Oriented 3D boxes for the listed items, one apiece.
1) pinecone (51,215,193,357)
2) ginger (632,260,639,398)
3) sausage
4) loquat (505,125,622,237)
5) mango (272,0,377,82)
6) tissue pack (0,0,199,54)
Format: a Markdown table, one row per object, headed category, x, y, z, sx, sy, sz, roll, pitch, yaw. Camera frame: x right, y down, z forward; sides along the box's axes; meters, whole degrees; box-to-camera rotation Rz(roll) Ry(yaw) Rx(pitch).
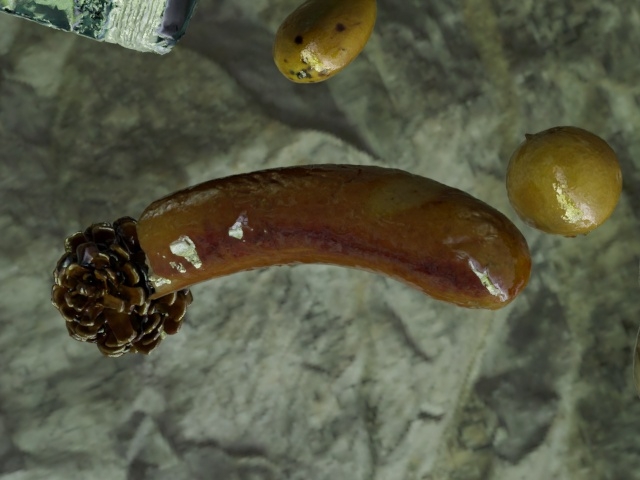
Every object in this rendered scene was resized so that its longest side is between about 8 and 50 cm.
| category | x | y | z | sx | sy | sz | roll | pitch | yaw |
| --- | --- | --- | --- | --- | --- | --- | --- | --- | --- |
| pinecone | -0.225 | 0.052 | 1.334 | 0.173 | 0.173 | 0.174 | 49 | -152 | -38 |
| ginger | 0.334 | -0.032 | 0.861 | 0.256 | 0.375 | 0.176 | 12 | -170 | -23 |
| sausage | 0.001 | -0.005 | 0.860 | 0.076 | 0.302 | 0.103 | 30 | -117 | -65 |
| loquat | 0.282 | -0.069 | 1.406 | 0.141 | 0.141 | 0.141 | 49 | -152 | -38 |
| mango | 0.012 | -0.288 | 1.643 | 0.115 | 0.178 | 0.090 | 34 | 159 | 36 |
| tissue pack | -0.205 | -0.447 | 1.272 | 0.253 | 0.417 | 0.264 | 16 | -150 | -7 |
